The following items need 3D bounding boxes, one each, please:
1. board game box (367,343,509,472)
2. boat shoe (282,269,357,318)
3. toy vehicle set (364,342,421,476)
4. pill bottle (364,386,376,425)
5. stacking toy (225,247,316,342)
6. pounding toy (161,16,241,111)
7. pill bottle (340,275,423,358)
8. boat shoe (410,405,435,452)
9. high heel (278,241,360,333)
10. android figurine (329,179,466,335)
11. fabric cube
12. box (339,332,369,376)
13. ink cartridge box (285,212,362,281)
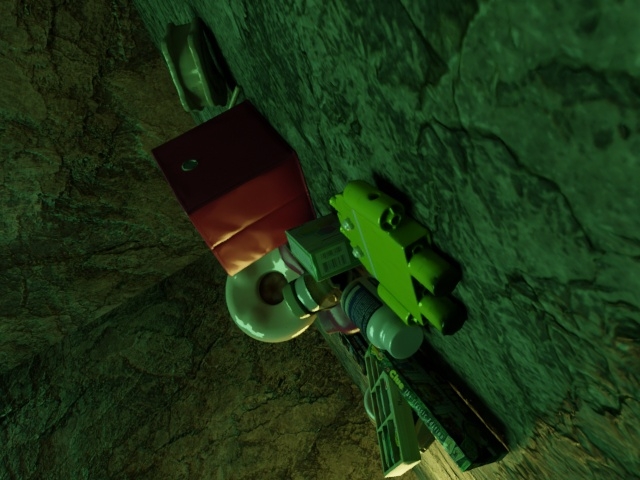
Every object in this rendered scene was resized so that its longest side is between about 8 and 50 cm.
[{"bbox_3d":[0.204,0.282,0.800,0.136,0.030,0.259,18,-158,-44],"label":"board game box"},{"bbox_3d":[0.026,0.089,0.969,0.113,0.103,0.302,59,-162,1],"label":"boat shoe"},{"bbox_3d":[0.144,0.335,0.938,0.165,0.035,0.266,99,167,-52],"label":"toy vehicle set"},{"bbox_3d":[0.211,0.536,1.437,0.131,0.131,0.229,52,169,30],"label":"pill bottle"},{"bbox_3d":[-0.092,0.194,1.653,0.350,0.351,0.480,55,-172,20],"label":"stacking toy"},{"bbox_3d":[-0.260,-0.398,1.094,0.154,0.155,0.269,-87,-13,-54],"label":"pounding toy"},{"bbox_3d":[0.113,0.142,0.830,0.169,0.094,0.094,43,162,58],"label":"pill bottle"},{"bbox_3d":[0.214,0.392,1.009,0.113,0.127,0.340,38,170,30],"label":"boat shoe"},{"bbox_3d":[0.014,0.070,1.195,0.181,0.127,0.377,-27,90,51],"label":"high heel"},{"bbox_3d":[0.098,0.016,0.654,0.273,0.056,0.248,45,164,46],"label":"android figurine"},{"bbox_3d":[-0.196,-0.124,1.062,0.254,0.258,0.259,52,169,35],"label":"fabric cube"},{"bbox_3d":[0.134,0.390,1.604,0.175,0.051,0.220,54,170,20],"label":"box"},{"bbox_3d":[0.000,0.000,0.890,0.209,0.109,0.062,-140,31,-63],"label":"ink cartridge box"}]
